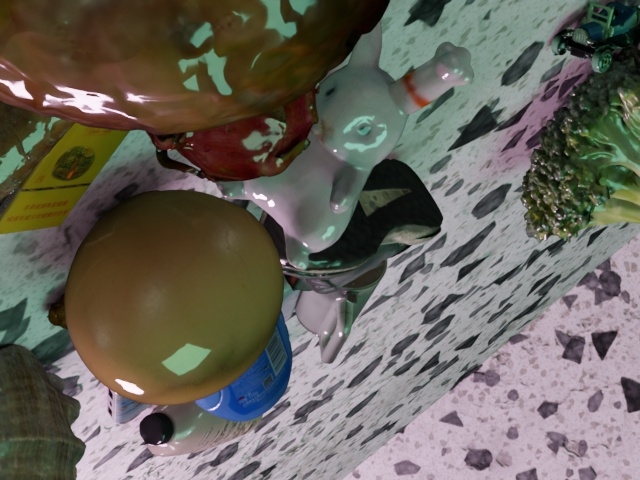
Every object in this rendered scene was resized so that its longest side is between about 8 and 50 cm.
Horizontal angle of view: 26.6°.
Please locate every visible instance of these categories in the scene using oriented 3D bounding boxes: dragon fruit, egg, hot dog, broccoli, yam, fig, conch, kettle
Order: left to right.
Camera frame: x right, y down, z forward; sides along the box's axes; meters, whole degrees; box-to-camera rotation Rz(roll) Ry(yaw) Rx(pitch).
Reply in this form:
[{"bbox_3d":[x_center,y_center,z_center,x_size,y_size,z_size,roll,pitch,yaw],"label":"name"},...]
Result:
[{"bbox_3d":[-0.282,-0.034,1.020,0.299,0.066,0.066,-41,162,6],"label":"yam"},{"bbox_3d":[-0.350,0.264,1.398,0.297,0.210,0.352,-54,171,-12],"label":"conch"},{"bbox_3d":[-0.246,0.070,1.384,0.058,0.035,0.083,-40,163,5],"label":"hot dog"},{"bbox_3d":[-0.096,-0.215,0.750,0.286,0.286,0.369,-41,-164,7],"label":"fig"},{"bbox_3d":[-0.139,0.056,1.267,0.201,0.201,0.244,-48,-171,25],"label":"egg"},{"bbox_3d":[-0.069,-0.108,1.147,0.166,0.133,0.136,-26,165,-39],"label":"dragon fruit"},{"bbox_3d":[0.028,0.067,1.770,0.098,0.127,0.148,-24,157,-28],"label":"kettle"},{"bbox_3d":[0.431,-0.131,1.955,0.334,0.272,0.324,-54,-163,22],"label":"broccoli"}]

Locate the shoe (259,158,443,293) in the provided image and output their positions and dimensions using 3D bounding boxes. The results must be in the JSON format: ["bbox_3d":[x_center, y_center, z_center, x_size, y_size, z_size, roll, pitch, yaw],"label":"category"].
[{"bbox_3d":[0.000,0.000,1.585,0.171,0.132,0.336,-39,168,31],"label":"shoe"}]

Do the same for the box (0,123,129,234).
[{"bbox_3d":[-0.216,-0.066,1.138,0.155,0.023,0.087,-49,157,27],"label":"box"}]

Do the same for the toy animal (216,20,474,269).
[{"bbox_3d":[0.016,-0.106,1.320,0.138,0.140,0.282,-33,167,-45],"label":"toy animal"}]

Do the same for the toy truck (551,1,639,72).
[{"bbox_3d":[0.368,-0.274,1.720,0.154,0.080,0.078,-25,131,-37],"label":"toy truck"}]

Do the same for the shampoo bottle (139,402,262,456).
[{"bbox_3d":[-0.171,0.254,1.903,0.127,0.078,0.257,-40,165,18],"label":"shampoo bottle"}]

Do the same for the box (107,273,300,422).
[{"bbox_3d":[-0.147,0.132,1.723,0.285,0.044,0.142,-32,165,-21],"label":"box"}]

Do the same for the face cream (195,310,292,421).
[{"bbox_3d":[-0.109,0.113,1.597,0.149,0.083,0.264,-41,146,-19],"label":"face cream"}]
